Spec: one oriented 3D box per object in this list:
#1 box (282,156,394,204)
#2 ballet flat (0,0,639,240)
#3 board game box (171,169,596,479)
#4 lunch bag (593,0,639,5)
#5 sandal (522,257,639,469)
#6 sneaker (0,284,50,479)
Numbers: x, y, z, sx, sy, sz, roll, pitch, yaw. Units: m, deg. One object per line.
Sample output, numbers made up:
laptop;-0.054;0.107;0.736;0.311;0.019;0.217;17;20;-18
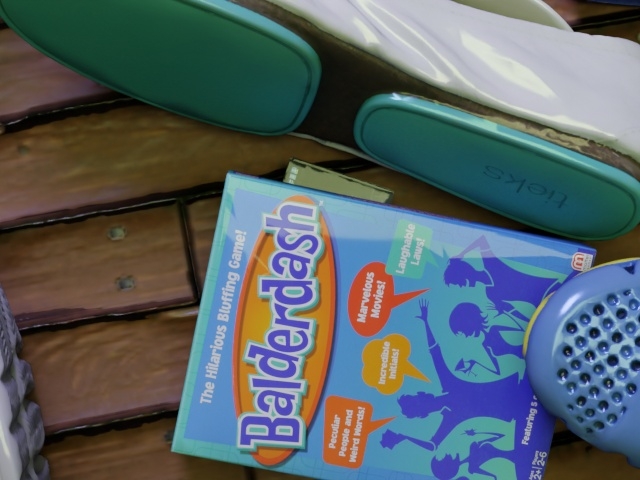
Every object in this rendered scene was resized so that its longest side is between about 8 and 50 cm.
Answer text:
box;0.000;0.000;0.718;0.067;0.018;0.083;19;82;-2
ballet flat;0.015;-0.118;0.693;0.400;0.139;0.139;19;82;-7
board game box;0.034;0.059;0.682;0.210;0.047;0.160;11;96;-4
lunch bag;0.226;-0.211;0.732;0.151;0.096;0.128;1;85;10
sandal;0.259;0.092;0.604;0.317;0.138;0.126;16;96;5
sneaker;-0.233;0.162;0.625;0.180;0.124;0.321;-7;83;-7
